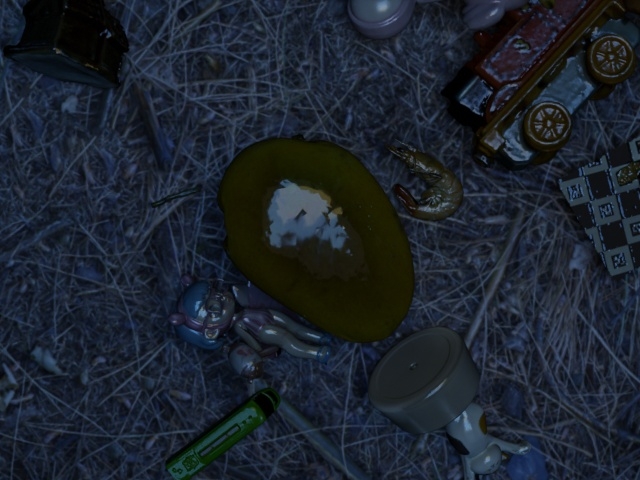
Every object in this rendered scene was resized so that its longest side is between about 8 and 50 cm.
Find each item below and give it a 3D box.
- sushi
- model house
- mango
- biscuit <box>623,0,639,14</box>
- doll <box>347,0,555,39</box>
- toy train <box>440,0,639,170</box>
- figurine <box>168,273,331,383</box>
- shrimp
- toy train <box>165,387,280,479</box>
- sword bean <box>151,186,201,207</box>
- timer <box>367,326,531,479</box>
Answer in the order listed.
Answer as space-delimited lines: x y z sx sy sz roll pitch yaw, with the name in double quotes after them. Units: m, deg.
0.543 -0.086 1.821 0.279 0.043 0.192 -31 95 -3 "sushi"
-0.374 -0.326 1.710 0.165 0.106 0.152 21 77 -41 "model house"
0.000 0.000 1.703 0.253 0.182 0.365 -39 91 -7 "mango"
0.621 -0.508 1.678 0.342 0.166 0.395 3 93 -45 "biscuit"
0.183 -0.386 1.694 0.365 0.094 0.160 2 69 24 "doll"
0.349 -0.279 1.741 0.231 0.163 0.369 43 88 7 "toy train"
-0.111 0.152 1.729 0.260 0.103 0.205 18 47 -9 "figurine"
0.156 -0.094 1.795 0.162 0.045 0.095 34 110 -11 "shrimp"
-0.152 0.310 1.778 0.209 0.042 0.044 -37 96 -2 "toy train"
-0.230 -0.070 1.769 0.083 0.012 0.012 -20 94 -3 "sword bean"
0.218 0.288 1.777 0.175 0.175 0.266 -40 114 -2 "timer"
